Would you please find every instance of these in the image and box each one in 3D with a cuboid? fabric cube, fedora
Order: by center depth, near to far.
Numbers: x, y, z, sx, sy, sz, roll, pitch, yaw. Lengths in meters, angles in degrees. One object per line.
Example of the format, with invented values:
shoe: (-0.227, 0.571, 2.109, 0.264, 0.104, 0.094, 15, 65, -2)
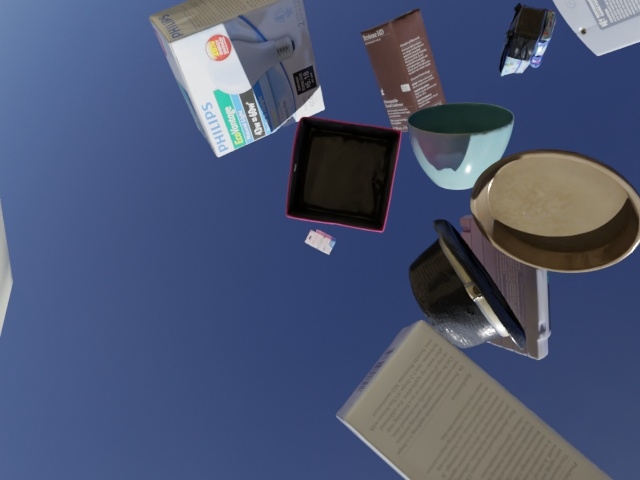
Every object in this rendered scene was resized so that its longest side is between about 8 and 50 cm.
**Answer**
fedora: (0.305, 0.120, 1.100, 0.152, 0.334, 0.334, -34, -128, 17)
fabric cube: (0.060, -0.178, 1.323, 0.258, 0.258, 0.255, 9, -81, 2)

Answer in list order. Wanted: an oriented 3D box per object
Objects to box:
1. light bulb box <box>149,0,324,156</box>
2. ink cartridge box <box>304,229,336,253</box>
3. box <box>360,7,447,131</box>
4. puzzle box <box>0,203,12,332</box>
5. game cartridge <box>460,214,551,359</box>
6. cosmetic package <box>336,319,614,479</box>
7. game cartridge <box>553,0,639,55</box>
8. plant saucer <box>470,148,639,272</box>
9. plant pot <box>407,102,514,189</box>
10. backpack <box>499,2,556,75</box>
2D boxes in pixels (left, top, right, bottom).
light bulb box: (-0.220, -0.493, 1.388, 0.360, 0.358, 0.225, -27, -133, -11)
ink cartridge box: (0.000, 0.000, 1.502, 0.048, 0.083, 0.028, -61, -176, 23)
box: (0.298, -0.579, 1.724, 0.143, 0.382, 0.191, -29, -159, -19)
puzzle box: (-0.427, 0.031, 0.570, 0.409, 0.052, 0.272, 116, -30, -42)
game cartridge: (0.485, 0.115, 1.294, 0.230, 0.068, 0.356, 10, -66, 51)
cosmetic package: (0.273, 0.382, 0.886, 0.453, 0.161, 0.230, 41, -105, 8)
game cartridge: (0.497, -0.484, 0.874, 0.062, 0.297, 0.198, -41, -164, -9)
plant saucer: (0.401, -0.051, 0.853, 0.277, 0.278, 0.041, 2, -134, 40)
plant pot: (0.401, -0.264, 1.433, 0.289, 0.196, 0.290, -6, -150, 3)
backpack: (0.578, -0.553, 1.402, 0.116, 0.173, 0.158, 17, -119, 13)
